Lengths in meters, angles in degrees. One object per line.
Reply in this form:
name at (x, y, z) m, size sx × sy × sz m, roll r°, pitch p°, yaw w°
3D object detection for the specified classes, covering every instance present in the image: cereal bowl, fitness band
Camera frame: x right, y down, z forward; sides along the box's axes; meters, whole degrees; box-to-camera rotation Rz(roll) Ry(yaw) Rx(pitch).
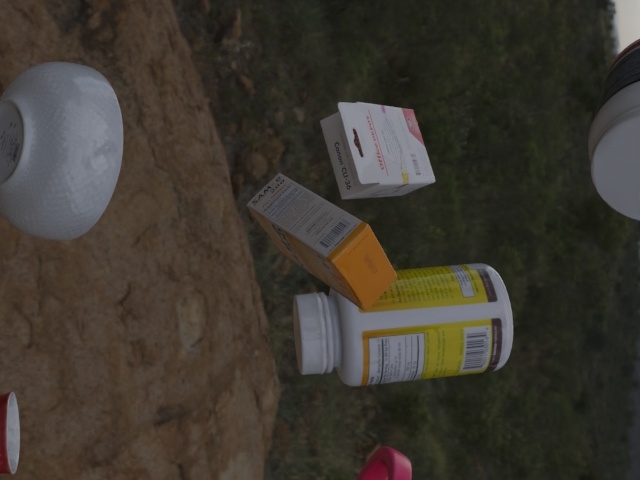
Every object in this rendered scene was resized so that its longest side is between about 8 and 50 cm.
cereal bowl at (-0.520, -0.171, 1.282) m, size 0.141 × 0.339 × 0.338 m, roll 7°, pitch 77°, yaw -51°
fitness band at (0.054, 0.464, 1.108) m, size 0.290 × 0.054 × 0.209 m, roll -60°, pitch -179°, yaw 9°

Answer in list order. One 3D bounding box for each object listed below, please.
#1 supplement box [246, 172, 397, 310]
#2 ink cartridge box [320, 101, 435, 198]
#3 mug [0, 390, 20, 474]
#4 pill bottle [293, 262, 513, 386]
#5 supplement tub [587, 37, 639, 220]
supplement box at (0.000, 0.000, 0.484) m, size 0.036 × 0.098 × 0.062 m, roll -46°, pitch 136°, yaw -12°
ink cartridge box at (0.070, -0.121, 0.949) m, size 0.198 × 0.067 × 0.115 m, roll -7°, pitch 79°, yaw -54°
mug at (-0.513, 0.256, 0.956) m, size 0.113 × 0.169 × 0.150 m, roll 166°, pitch -80°, yaw -74°
pill bottle at (0.082, 0.089, 0.732) m, size 0.117 × 0.215 × 0.117 m, roll 176°, pitch -90°, yaw -83°
supplement tub at (0.491, -0.168, 0.993) m, size 0.272 × 0.191 × 0.191 m, roll -54°, pitch 134°, yaw -45°
